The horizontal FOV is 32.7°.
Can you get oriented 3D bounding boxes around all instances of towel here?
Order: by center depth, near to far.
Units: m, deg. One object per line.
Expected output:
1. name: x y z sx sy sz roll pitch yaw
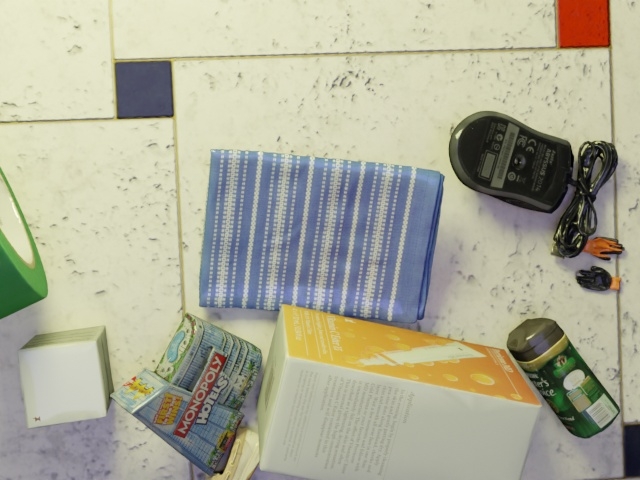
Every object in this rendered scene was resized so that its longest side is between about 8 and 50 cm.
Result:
1. towel: 0.000 0.000 1.555 0.336 0.040 0.243 5 111 -7

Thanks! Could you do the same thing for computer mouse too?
1. computer mouse: 0.296 -0.101 1.616 0.272 0.072 0.188 22 87 -20

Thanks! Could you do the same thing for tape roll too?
1. tape roll: -0.452 -0.056 1.390 0.077 0.321 0.321 -26 95 -5

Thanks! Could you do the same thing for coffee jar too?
1. coffee jar: 0.356 0.200 1.616 0.079 0.096 0.184 -37 95 -7

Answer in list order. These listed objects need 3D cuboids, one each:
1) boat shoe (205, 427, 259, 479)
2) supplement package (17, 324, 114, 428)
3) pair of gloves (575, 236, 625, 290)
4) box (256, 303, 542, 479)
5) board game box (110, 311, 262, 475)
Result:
1. boat shoe: -0.140 0.349 1.579 0.059 0.063 0.170 30 79 -5
2. supplement package: -0.342 0.182 1.484 0.105 0.179 0.105 -7 94 -7
3. pair of gloves: 0.426 0.035 1.661 0.074 0.010 0.083 5 94 -9
4. box: 0.097 0.229 1.510 0.345 0.215 0.168 12 104 -8
5. board game box: -0.184 0.209 1.510 0.194 0.060 0.194 32 85 -47
